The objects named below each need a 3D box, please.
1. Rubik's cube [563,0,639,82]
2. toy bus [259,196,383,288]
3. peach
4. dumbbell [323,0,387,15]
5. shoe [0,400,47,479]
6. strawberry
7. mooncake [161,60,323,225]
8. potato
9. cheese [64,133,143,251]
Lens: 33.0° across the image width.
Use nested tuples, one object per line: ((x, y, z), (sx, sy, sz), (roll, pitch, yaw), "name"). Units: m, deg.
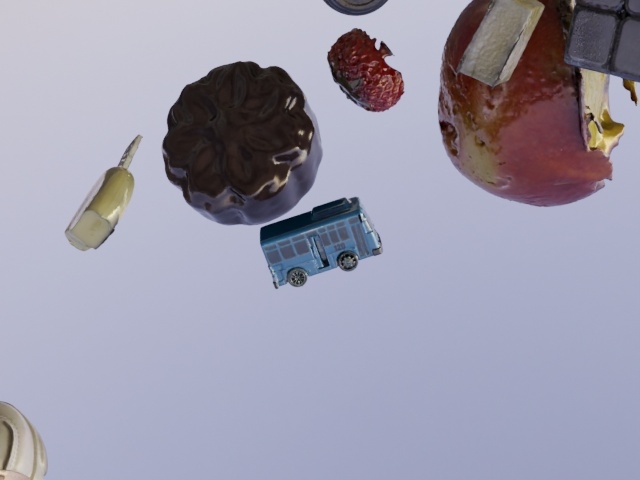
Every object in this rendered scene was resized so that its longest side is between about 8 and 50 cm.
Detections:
((0.589, -0.369, 1.478), (0.345, 0.343, 0.337), (-6, -158, -41), "Rubik's cube")
((0.000, 0.000, 1.737), (0.185, 0.106, 0.090), (-18, -161, 4), "toy bus")
((0.373, -0.265, 1.821), (0.353, 0.416, 0.339), (24, -140, 1), "peach")
((0.039, -0.321, 1.272), (0.099, 0.099, 0.208), (-14, -156, 4), "dumbbell")
((-0.451, 0.308, 1.248), (0.172, 0.198, 0.351), (-2, -135, 16), "shoe")
((0.070, -0.264, 1.703), (0.086, 0.145, 0.145), (-46, -147, -7), "strawberry")
((-0.137, -0.169, 1.852), (0.283, 0.282, 0.141), (-10, 162, 12), "mooncake")
((0.228, -0.257, 1.362), (0.061, 0.122, 0.086), (32, -150, 12), "potato")
((-0.309, -0.078, 1.601), (0.127, 0.050, 0.255), (-44, -161, 32), "cheese")
